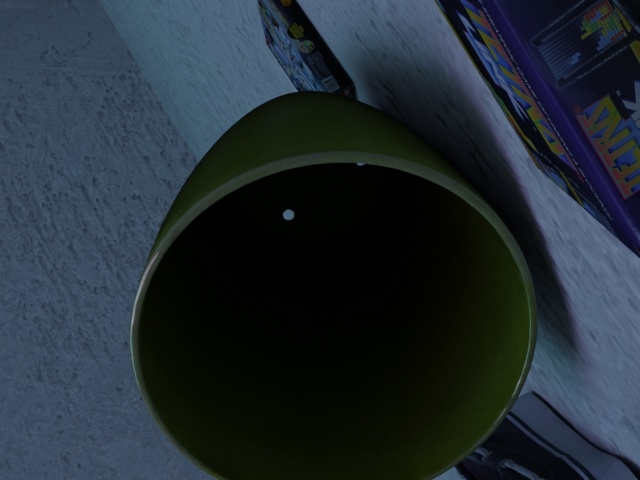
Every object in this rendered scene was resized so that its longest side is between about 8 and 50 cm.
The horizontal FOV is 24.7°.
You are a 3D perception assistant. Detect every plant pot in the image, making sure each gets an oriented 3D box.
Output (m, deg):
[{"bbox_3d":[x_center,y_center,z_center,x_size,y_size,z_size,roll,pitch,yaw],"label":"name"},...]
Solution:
[{"bbox_3d":[0.000,0.000,1.104,0.293,0.275,0.274,-99,-15,-62],"label":"plant pot"}]

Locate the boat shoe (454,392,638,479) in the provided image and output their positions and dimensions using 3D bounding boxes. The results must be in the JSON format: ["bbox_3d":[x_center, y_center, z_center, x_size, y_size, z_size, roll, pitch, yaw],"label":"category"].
[{"bbox_3d":[0.182,0.210,1.126,0.108,0.102,0.301,64,172,-22],"label":"boat shoe"}]

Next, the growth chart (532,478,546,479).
[{"bbox_3d":[0.216,0.225,0.902,0.237,0.021,0.172,30,164,6],"label":"growth chart"}]

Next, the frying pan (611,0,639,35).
[{"bbox_3d":[0.192,0.015,0.430,0.326,0.053,0.197,51,169,2],"label":"frying pan"}]

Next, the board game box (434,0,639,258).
[{"bbox_3d":[0.101,-0.082,0.641,0.170,0.048,0.141,54,-177,-27],"label":"board game box"}]

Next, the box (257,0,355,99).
[{"bbox_3d":[-0.012,-0.159,1.317,0.137,0.027,0.094,57,171,24],"label":"box"}]
